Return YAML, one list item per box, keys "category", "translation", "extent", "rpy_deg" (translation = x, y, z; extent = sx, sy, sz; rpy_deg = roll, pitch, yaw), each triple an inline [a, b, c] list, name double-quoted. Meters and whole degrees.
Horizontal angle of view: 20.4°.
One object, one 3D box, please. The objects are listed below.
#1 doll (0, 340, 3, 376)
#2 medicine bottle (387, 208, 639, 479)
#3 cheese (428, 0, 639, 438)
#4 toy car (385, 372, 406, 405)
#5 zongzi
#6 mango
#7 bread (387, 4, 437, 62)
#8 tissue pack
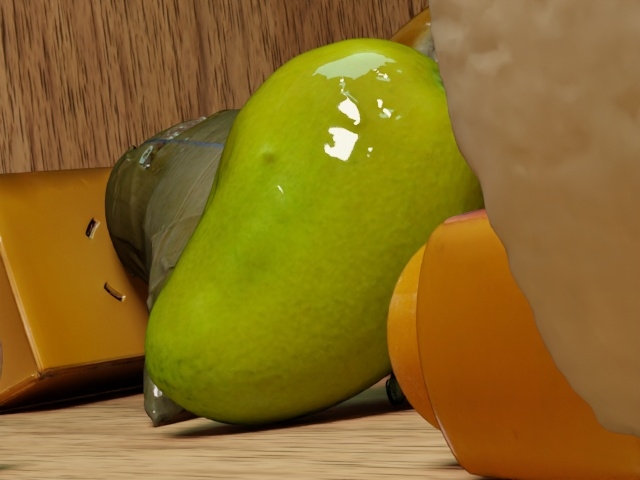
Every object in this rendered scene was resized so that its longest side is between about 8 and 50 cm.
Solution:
- category: "doll"
  translation: [-0.264, 0.098, 0.999]
  extent: [0.149, 0.095, 0.192]
  rpy_deg: [-14, -2, 28]
- category: "medicine bottle"
  translation: [0.123, 0.034, 0.719]
  extent: [0.149, 0.112, 0.222]
  rpy_deg: [-7, -1, -27]
- category: "cheese"
  translation: [0.186, -0.087, 0.517]
  extent: [0.292, 0.332, 0.153]
  rpy_deg: [-21, 6, -26]
- category: "toy car"
  translation: [0.079, 0.084, 1.121]
  extent: [0.059, 0.035, 0.122]
  rpy_deg: [-11, 2, -15]
- category: "zongzi"
  translation: [-0.112, 0.021, 1.459]
  extent: [0.356, 0.174, 0.393]
  rpy_deg: [4, 30, 44]
- category: "mango"
  translation: [0.009, 0.000, 1.141]
  extent: [0.185, 0.273, 0.149]
  rpy_deg: [16, -17, 21]
- category: "bread"
  translation: [0.182, -0.072, 1.300]
  extent: [0.250, 0.225, 0.279]
  rpy_deg: [-23, -35, 19]
- category: "tissue pack"
  translation: [-0.217, 0.046, 1.680]
  extent: [0.274, 0.194, 0.145]
  rpy_deg: [-6, -21, -45]
